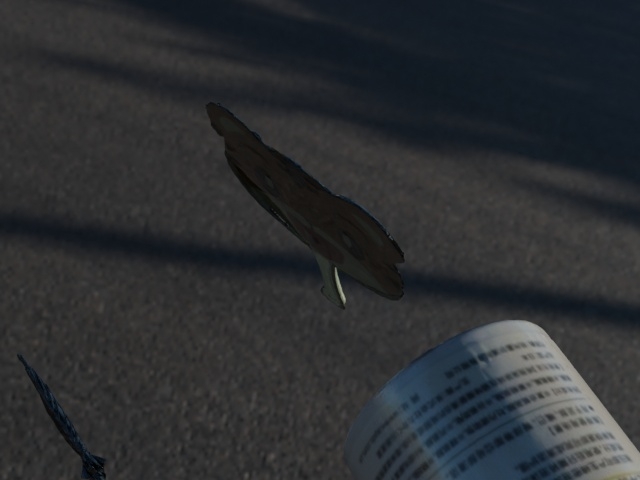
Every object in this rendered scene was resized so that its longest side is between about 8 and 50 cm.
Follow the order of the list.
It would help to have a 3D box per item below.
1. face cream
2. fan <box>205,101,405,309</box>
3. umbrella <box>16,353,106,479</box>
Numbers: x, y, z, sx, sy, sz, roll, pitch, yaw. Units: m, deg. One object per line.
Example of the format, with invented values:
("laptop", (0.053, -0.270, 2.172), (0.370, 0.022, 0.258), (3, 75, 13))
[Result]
("face cream", (0.161, 0.223, 0.671), (0.145, 0.145, 0.370), (-5, 48, -38))
("fan", (0.000, 0.000, 0.803), (0.152, 0.008, 0.227), (37, -14, 20))
("umbrella", (-0.179, 0.143, 0.940), (0.022, 0.022, 0.149), (-31, 87, -27))
